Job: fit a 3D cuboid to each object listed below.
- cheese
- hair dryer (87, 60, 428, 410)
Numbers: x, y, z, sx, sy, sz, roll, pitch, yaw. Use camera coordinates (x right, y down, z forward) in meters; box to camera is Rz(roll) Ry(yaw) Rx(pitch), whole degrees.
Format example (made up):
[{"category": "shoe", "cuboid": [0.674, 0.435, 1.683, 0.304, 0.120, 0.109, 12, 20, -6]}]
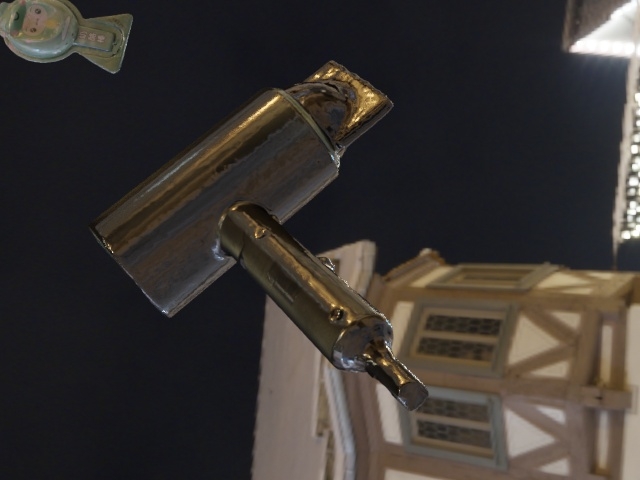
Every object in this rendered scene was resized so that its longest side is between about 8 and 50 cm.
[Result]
[{"category": "cheese", "cuboid": [-0.235, -0.190, 0.786, 0.026, 0.121, 0.067, 108, 174, -80]}, {"category": "hair dryer", "cuboid": [0.000, 0.000, 0.488, 0.196, 0.248, 0.078, -40, -44, -7]}]
